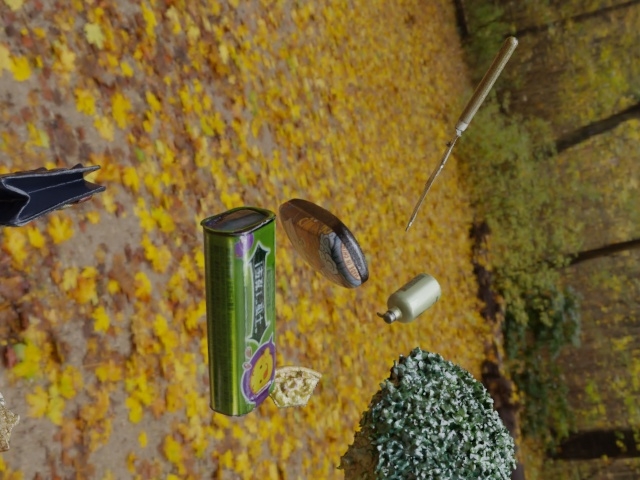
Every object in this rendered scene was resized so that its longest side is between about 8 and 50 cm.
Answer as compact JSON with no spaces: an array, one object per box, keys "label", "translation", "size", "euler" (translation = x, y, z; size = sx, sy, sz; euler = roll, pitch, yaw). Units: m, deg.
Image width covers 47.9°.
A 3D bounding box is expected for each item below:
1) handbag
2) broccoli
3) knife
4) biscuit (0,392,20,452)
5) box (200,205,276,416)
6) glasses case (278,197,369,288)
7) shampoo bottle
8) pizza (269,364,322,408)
[{"label":"handbag","translation":[-0.731,-0.111,1.749],"size":[0.329,0.303,0.121],"euler":[-26,112,-58]},{"label":"broccoli","translation":[0.094,0.231,0.731],"size":[0.194,0.194,0.219],"euler":[63,26,-42]},{"label":"knife","translation":[0.185,-0.140,0.984],"size":[0.297,0.017,0.047],"euler":[-61,-172,20]},{"label":"biscuit","translation":[-0.871,0.432,1.869],"size":[0.176,0.031,0.228],"euler":[8,75,-25]},{"label":"box","translation":[-0.138,0.119,1.227],"size":[0.134,0.097,0.345],"euler":[-34,132,-54]},{"label":"glasses case","translation":[0.000,0.000,1.346],"size":[0.122,0.082,0.321],"euler":[61,-11,-23]},{"label":"shampoo bottle","translation":[0.205,0.144,1.678],"size":[0.162,0.079,0.079],"euler":[-33,115,-34]},{"label":"pizza","translation":[-0.066,0.341,1.696],"size":[0.036,0.160,0.099],"euler":[131,-44,-54]}]
